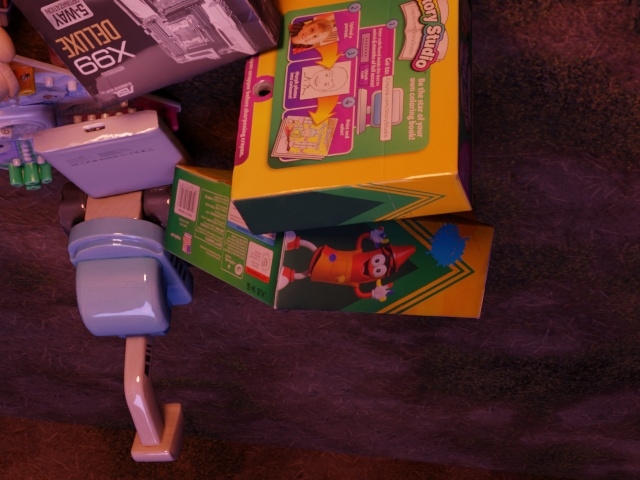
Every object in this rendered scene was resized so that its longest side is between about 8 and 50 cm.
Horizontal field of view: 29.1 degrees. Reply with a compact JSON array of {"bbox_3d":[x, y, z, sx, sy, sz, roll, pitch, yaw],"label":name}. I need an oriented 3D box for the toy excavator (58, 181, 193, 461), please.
[{"bbox_3d":[-0.351,0.155,2.335,0.222,0.445,0.433,-2,152,10],"label":"toy excavator"}]

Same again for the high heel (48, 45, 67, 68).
[{"bbox_3d":[-0.300,-0.305,1.879,0.244,0.082,0.117,11,147,0],"label":"high heel"}]

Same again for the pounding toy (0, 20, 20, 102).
[{"bbox_3d":[-0.482,-0.271,1.722,0.269,0.155,0.154,26,153,42],"label":"pounding toy"}]

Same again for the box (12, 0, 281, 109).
[{"bbox_3d":[-0.246,-0.334,1.733,0.307,0.076,0.242,-16,133,22],"label":"box"}]

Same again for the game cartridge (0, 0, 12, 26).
[{"bbox_3d":[-0.542,-0.409,1.677,0.230,0.068,0.355,11,158,-5],"label":"game cartridge"}]

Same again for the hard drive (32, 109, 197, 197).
[{"bbox_3d":[-0.337,-0.141,2.082,0.203,0.040,0.307,-11,168,4],"label":"hard drive"}]

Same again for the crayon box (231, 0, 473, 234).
[{"bbox_3d":[0.052,-0.197,1.730,0.313,0.363,0.106,-5,148,16],"label":"crayon box"}]

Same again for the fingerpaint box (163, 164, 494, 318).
[{"bbox_3d":[0.000,0.000,2.018,0.371,0.163,0.445,4,-171,-30],"label":"fingerpaint box"}]

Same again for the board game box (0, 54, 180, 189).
[{"bbox_3d":[-0.493,-0.180,2.022,0.390,0.050,0.390,-18,163,33],"label":"board game box"}]

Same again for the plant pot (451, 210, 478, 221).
[{"bbox_3d":[0.182,-0.007,2.271,0.188,0.205,0.205,0,156,-29],"label":"plant pot"}]
